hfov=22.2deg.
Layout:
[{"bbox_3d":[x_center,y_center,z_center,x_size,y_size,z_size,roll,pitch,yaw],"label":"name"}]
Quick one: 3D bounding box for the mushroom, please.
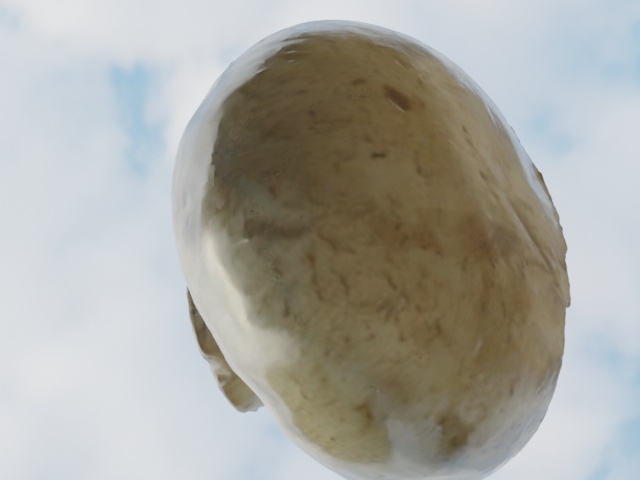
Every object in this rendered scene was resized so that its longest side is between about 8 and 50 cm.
[{"bbox_3d":[0.000,0.000,0.830,0.189,0.195,0.254,37,-145,-44],"label":"mushroom"}]
